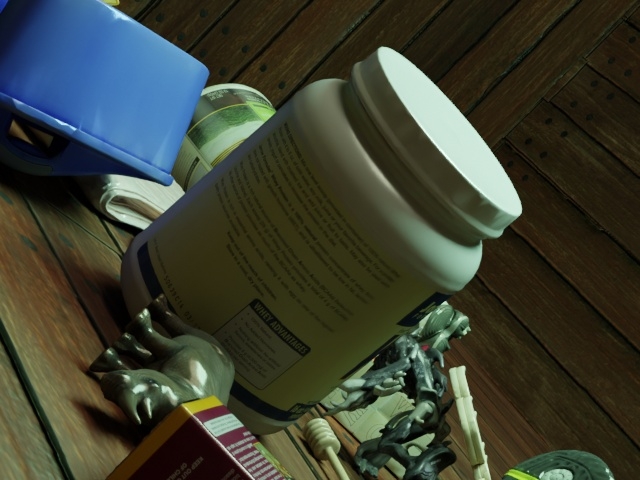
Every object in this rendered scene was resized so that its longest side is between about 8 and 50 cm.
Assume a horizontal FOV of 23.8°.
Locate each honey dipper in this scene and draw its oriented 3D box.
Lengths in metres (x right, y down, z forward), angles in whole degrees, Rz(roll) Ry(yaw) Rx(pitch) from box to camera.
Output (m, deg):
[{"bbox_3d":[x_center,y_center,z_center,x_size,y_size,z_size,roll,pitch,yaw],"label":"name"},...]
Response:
[{"bbox_3d":[0.024,0.241,1.547,0.030,0.030,0.161,41,8,-38],"label":"honey dipper"}]

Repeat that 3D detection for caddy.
[{"bbox_3d":[-0.272,-0.153,1.528,0.241,0.179,0.341,25,-1,32],"label":"caddy"}]

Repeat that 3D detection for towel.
[{"bbox_3d":[-0.273,-0.113,1.873,0.332,0.053,0.317,48,5,28],"label":"towel"}]

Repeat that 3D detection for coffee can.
[{"bbox_3d":[-0.093,-0.069,2.119,0.201,0.201,0.275,40,6,-43],"label":"coffee can"}]

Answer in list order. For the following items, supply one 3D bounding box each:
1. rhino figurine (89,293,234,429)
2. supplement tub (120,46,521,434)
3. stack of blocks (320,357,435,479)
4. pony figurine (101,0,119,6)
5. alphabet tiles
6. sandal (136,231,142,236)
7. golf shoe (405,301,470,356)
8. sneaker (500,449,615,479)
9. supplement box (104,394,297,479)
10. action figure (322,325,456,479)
[{"bbox_3d":[-0.121,0.111,1.193,0.106,0.073,0.243,42,7,-2],"label":"rhino figurine"},{"bbox_3d":[0.000,0.000,1.412,0.235,0.325,0.235,44,18,-18],"label":"supplement tub"},{"bbox_3d":[0.022,0.151,1.914,0.297,0.087,0.171,44,5,-5],"label":"stack of blocks"},{"bbox_3d":[-0.420,-0.382,1.869,0.363,0.303,0.351,22,19,-26],"label":"pony figurine"},{"bbox_3d":[0.183,0.285,1.635,0.278,0.021,0.284,-94,169,-69],"label":"alphabet tiles"},{"bbox_3d":[-0.149,0.021,1.642,0.102,0.076,0.265,43,6,-21],"label":"sandal"},{"bbox_3d":[0.096,0.121,2.045,0.120,0.105,0.273,47,-33,-2],"label":"golf shoe"},{"bbox_3d":[0.234,0.363,1.410,0.385,0.145,0.147,-88,163,-48],"label":"sneaker"},{"bbox_3d":[-0.046,0.200,1.023,0.188,0.081,0.104,45,5,8],"label":"supplement box"},{"bbox_3d":[0.080,0.192,1.656,0.164,0.141,0.276,58,13,-37],"label":"action figure"}]
